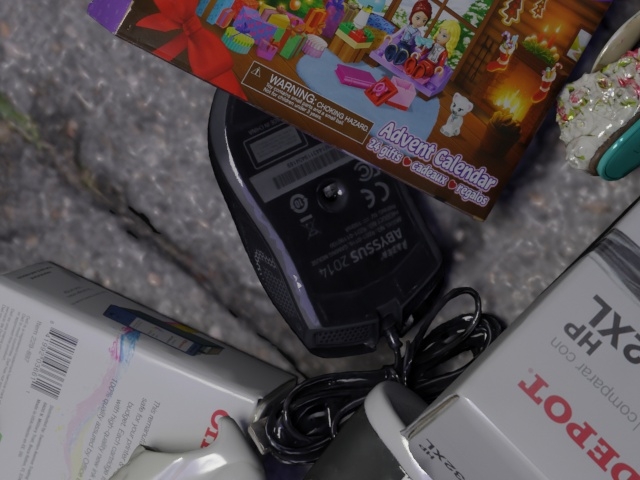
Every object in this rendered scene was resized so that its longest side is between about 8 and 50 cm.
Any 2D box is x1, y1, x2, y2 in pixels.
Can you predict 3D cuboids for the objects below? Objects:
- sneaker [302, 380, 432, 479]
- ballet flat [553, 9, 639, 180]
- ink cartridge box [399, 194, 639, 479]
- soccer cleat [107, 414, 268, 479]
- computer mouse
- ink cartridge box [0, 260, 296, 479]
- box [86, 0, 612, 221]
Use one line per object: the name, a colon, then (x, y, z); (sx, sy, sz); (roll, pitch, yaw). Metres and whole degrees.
sneaker: (0.080, 0.244, 1.079); (0.147, 0.104, 0.295); (-44, 71, 18)
ballet flat: (0.242, -0.134, 1.104); (0.241, 0.091, 0.077); (-37, 60, 12)
ink cartridge box: (0.237, 0.080, 1.024); (0.223, 0.129, 0.307); (45, 69, 5)
soccer cleat: (-0.125, 0.178, 1.159); (0.196, 0.068, 0.076); (-23, 77, 16)
computer mouse: (0.000, 0.000, 1.174); (0.188, 0.072, 0.272); (-22, 93, -19)
ink cartridge box: (-0.145, 0.129, 1.234); (0.212, 0.093, 0.154); (23, 103, 13)
box: (0.033, -0.157, 1.064); (0.293, 0.057, 0.201); (25, 98, -32)
